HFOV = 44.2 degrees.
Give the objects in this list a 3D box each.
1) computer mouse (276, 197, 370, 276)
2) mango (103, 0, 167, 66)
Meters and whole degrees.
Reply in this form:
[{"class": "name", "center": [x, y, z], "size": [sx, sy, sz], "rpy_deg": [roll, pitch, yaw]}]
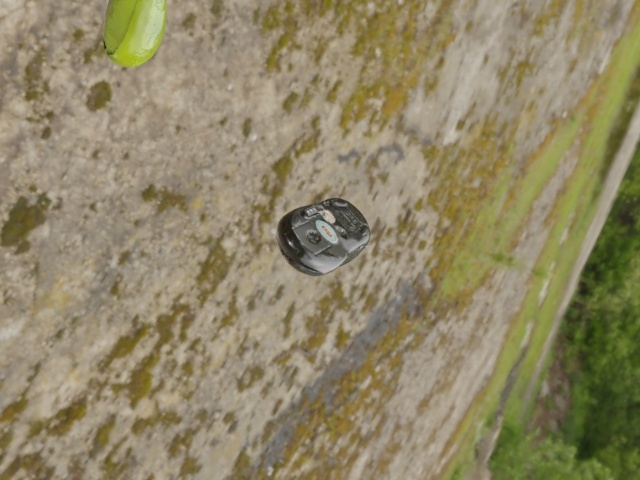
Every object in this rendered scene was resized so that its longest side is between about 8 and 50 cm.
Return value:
[{"class": "computer mouse", "center": [0.000, 0.000, 1.497], "size": [0.096, 0.137, 0.233], "rpy_deg": [-41, 168, 37]}, {"class": "mango", "center": [-0.247, -0.305, 1.078], "size": [0.074, 0.091, 0.165], "rpy_deg": [-19, 163, -42]}]
